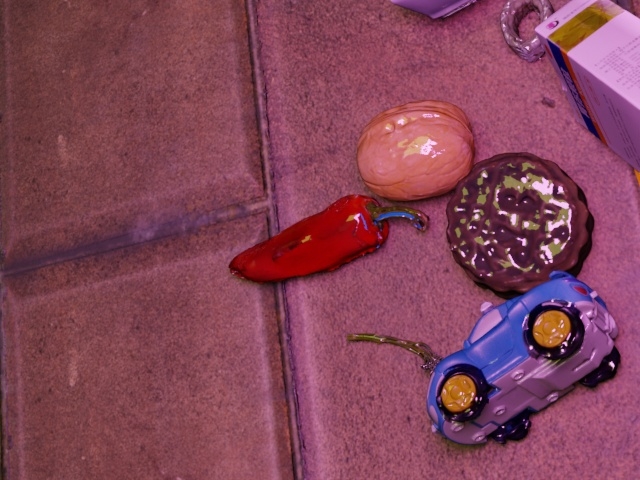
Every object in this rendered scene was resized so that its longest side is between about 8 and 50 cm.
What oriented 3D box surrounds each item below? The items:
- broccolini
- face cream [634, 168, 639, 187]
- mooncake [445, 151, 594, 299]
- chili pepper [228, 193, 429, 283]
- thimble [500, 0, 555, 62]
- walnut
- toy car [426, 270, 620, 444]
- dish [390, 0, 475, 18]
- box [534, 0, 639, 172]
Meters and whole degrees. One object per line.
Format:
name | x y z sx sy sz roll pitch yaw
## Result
broccolini | 0.131 0.180 1.547 0.194 0.054 0.052 21 60 36
face cream | 0.588 -0.127 1.338 0.273 0.078 0.078 -18 72 24
mooncake | 0.299 -0.022 1.443 0.228 0.124 0.228 -5 79 25
chili pepper | 0.000 0.000 1.611 0.387 0.110 0.110 -22 71 26
thimble | 0.336 -0.344 1.521 0.084 0.062 0.110 -8 77 25
walnut | 0.151 -0.144 1.524 0.197 0.165 0.165 -4 78 25
toy car | 0.281 0.172 1.383 0.314 0.198 0.166 -39 49 17
dish | 0.244 -0.436 1.553 0.243 0.182 0.080 -24 106 21
box | 0.439 -0.193 1.293 0.106 0.200 0.299 -37 40 3
